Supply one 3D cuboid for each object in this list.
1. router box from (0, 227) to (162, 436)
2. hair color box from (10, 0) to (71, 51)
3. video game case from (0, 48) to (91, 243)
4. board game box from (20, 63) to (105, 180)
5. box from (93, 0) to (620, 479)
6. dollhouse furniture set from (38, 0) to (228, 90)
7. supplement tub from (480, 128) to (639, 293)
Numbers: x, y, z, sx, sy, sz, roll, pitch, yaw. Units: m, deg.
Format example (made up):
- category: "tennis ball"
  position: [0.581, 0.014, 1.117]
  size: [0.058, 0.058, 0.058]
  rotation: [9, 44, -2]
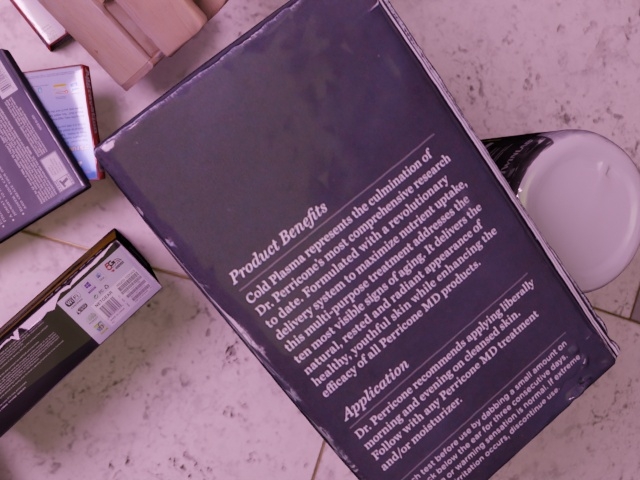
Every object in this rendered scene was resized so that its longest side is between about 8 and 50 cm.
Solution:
- category: "router box"
  position: [-0.344, 0.120, 0.874]
  size: [0.309, 0.243, 0.081]
  rotation: [-44, 105, -10]
- category: "hair color box"
  position: [-0.376, -0.349, 0.928]
  size: [0.093, 0.053, 0.167]
  rotation: [-40, 105, -11]
- category: "video game case"
  position: [-0.451, -0.082, 0.875]
  size: [0.274, 0.026, 0.196]
  rotation: [-30, 94, 8]
- category: "board game box"
  position: [-0.422, -0.133, 0.892]
  size: [0.281, 0.027, 0.145]
  rotation: [-6, 95, 5]
- category: "box"
  position: [0.000, 0.000, 0.845]
  size: [0.297, 0.480, 0.472]
  rotation: [-38, 103, -9]
- category: "dollhouse furniture set"
  position: [-0.172, -0.393, 0.791]
  size: [0.256, 0.394, 0.362]
  rotation: [46, 44, -21]
- category: "supplement tub"
  position: [0.267, -0.045, 0.997]
  size: [0.207, 0.338, 0.207]
  rotation: [-1, 95, -17]
